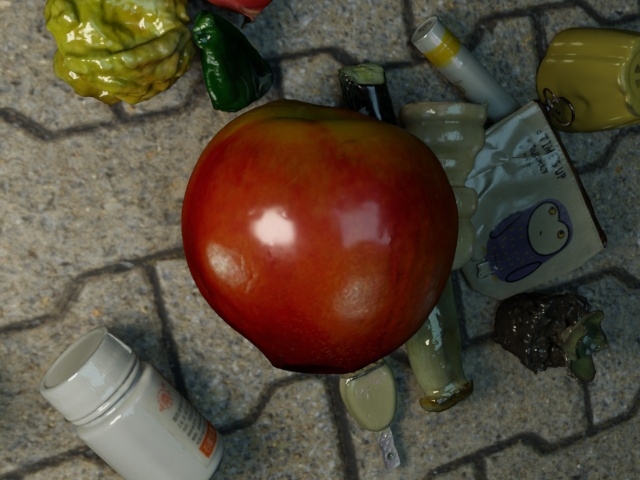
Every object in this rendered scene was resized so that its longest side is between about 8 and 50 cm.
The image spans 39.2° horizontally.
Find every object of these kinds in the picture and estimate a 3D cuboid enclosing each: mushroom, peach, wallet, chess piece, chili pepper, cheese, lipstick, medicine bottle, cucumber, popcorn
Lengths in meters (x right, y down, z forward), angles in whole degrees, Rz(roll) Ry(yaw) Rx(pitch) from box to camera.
[{"bbox_3d":[0.182,0.134,1.489,0.100,0.081,0.312,-16,98,-25],"label":"mushroom"},{"bbox_3d":[0.000,0.000,1.236,0.388,0.388,0.388,-3,97,-25],"label":"peach"},{"bbox_3d":[0.337,-0.058,1.515,0.275,0.068,0.335,-29,114,0],"label":"wallet"},{"bbox_3d":[0.194,-0.082,1.393,0.143,0.143,0.260,-2,91,-25],"label":"chess piece"},{"bbox_3d":[-0.132,-0.252,1.261,0.108,0.062,0.216,-65,158,-8],"label":"chili pepper"},{"bbox_3d":[0.095,0.294,1.486,0.097,0.037,0.192,-22,104,-20],"label":"cheese"},{"bbox_3d":[0.257,-0.260,1.485,0.264,0.059,0.059,40,79,-24],"label":"lipstick"},{"bbox_3d":[-0.262,0.248,1.258,0.144,0.144,0.252,-47,114,-13],"label":"medicine bottle"},{"bbox_3d":[0.090,-0.160,1.414,0.074,0.074,0.241,-22,107,-21],"label":"cucumber"},{"bbox_3d":[-0.265,-0.271,1.195,0.198,0.155,0.197,2,83,-12],"label":"popcorn"}]

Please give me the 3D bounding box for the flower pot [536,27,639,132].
[{"bbox_3d":[0.500,-0.273,1.530,0.195,0.179,0.195,-4,100,-24],"label":"flower pot"}]

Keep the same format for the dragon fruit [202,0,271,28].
[{"bbox_3d":[-0.125,-0.422,1.214,0.224,0.224,0.227,-48,110,-12],"label":"dragon fruit"}]

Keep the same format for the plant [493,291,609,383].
[{"bbox_3d":[0.394,0.157,1.521,0.131,0.203,0.142,-2,93,-31],"label":"plant"}]
